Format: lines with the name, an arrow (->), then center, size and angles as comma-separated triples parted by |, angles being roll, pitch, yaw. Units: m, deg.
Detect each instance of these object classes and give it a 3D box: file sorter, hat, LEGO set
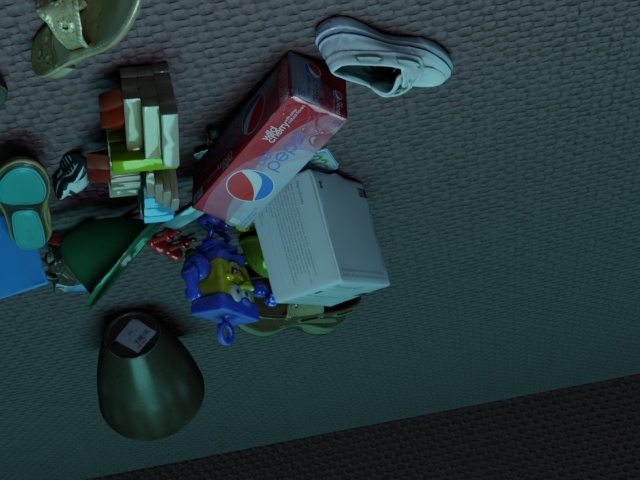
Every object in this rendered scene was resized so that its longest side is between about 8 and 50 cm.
file sorter -> -0.515, 0.037, 1.833 | 0.104, 0.118, 0.170 | -15, -177, 43
hat -> -0.364, -0.016, 1.840 | 0.208, 0.183, 0.173 | -50, -178, 13
LEGO set -> -0.081, -0.111, 1.815 | 0.182, 0.060, 0.244 | -17, 157, 8

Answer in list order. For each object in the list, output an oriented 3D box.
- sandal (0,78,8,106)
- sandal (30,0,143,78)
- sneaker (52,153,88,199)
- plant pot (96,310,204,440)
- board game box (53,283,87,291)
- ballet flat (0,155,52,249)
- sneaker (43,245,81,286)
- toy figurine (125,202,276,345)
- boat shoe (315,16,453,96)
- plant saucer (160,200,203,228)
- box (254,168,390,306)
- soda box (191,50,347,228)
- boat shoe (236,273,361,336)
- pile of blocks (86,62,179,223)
sandal -> -0.454, -0.147, 1.552 | 0.090, 0.060, 0.219 | 7, 153, -36
sandal -> -0.281, -0.242, 1.357 | 0.079, 0.088, 0.240 | 0, 162, -39
sneaker -> -0.348, -0.096, 1.768 | 0.043, 0.040, 0.109 | -16, 168, -32
plant pot -> -0.346, 0.242, 2.412 | 0.215, 0.215, 0.230 | -9, 144, -3
board game box -> -0.413, 0.064, 2.149 | 0.090, 0.020, 0.090 | -2, 156, -19
ballet flat -> -0.420, -0.070, 1.748 | 0.080, 0.073, 0.232 | -1, 151, -12
sneaker -> -0.407, 0.030, 2.006 | 0.071, 0.066, 0.188 | 1, 155, -23
toy figurine -> -0.168, 0.079, 2.026 | 0.191, 0.217, 0.362 | -20, 156, 23
boat shoe -> 0.084, -0.218, 1.588 | 0.226, 0.076, 0.083 | 8, 153, -38
plant saucer -> -0.179, -0.048, 1.811 | 0.119, 0.021, 0.119 | -32, -172, 5
box -> 0.000, 0.000, 1.919 | 0.119, 0.182, 0.181 | -21, 166, 25
soda box -> -0.071, -0.129, 1.656 | 0.092, 0.083, 0.263 | 21, 137, -25
boat shoe -> -0.047, 0.101, 2.291 | 0.120, 0.123, 0.324 | -32, 159, 32
pile of blocks -> -0.253, -0.096, 1.647 | 0.112, 0.149, 0.362 | -6, 158, -11
